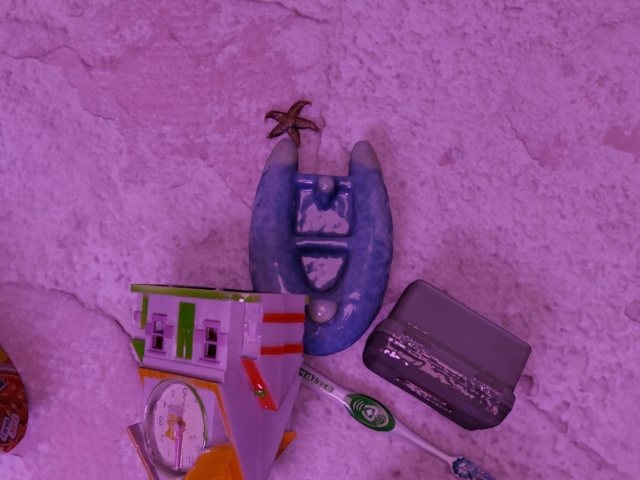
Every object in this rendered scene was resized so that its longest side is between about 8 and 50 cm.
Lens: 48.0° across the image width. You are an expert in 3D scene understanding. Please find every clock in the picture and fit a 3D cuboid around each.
[{"bbox_3d":[-0.144,0.215,0.949,0.235,0.166,0.309,0,86,40],"label":"clock"}]

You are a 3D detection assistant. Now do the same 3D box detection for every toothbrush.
[{"bbox_3d":[0.061,0.243,1.038,0.418,0.040,0.042,29,78,11],"label":"toothbrush"}]

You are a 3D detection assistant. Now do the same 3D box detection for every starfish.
[{"bbox_3d":[-0.043,-0.185,1.130,0.091,0.028,0.078,12,84,1],"label":"starfish"}]

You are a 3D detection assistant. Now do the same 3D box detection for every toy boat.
[{"bbox_3d":[0.000,0.000,1.044,0.215,0.123,0.330,5,77,0],"label":"toy boat"}]

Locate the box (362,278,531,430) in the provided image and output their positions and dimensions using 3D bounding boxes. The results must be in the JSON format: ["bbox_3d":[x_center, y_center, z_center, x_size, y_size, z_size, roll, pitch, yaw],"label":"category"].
[{"bbox_3d":[0.173,0.160,0.997,0.210,0.148,0.129,32,72,5],"label":"box"}]

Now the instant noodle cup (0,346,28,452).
[{"bbox_3d":[-0.548,0.226,0.953,0.192,0.250,0.250,-36,80,2],"label":"instant noodle cup"}]
